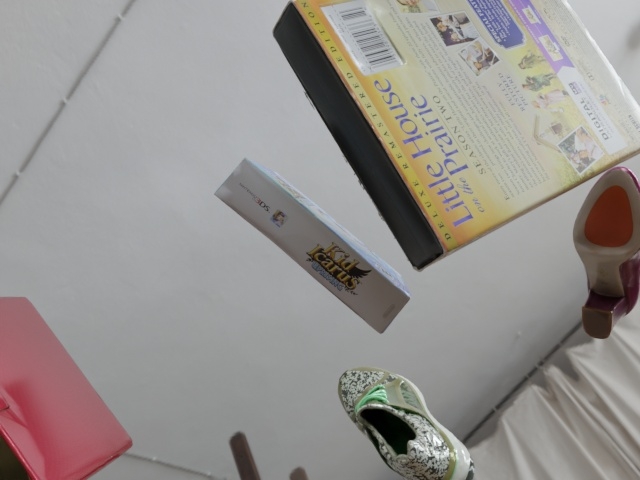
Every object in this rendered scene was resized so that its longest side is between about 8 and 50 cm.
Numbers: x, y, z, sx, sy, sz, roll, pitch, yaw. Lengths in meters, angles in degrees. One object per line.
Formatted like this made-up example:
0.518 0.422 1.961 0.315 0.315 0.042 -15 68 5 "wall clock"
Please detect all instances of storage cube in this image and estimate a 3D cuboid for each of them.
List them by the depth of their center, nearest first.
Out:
-0.310 0.172 0.604 0.183 0.215 0.193 -39 -5 1 "storage cube"

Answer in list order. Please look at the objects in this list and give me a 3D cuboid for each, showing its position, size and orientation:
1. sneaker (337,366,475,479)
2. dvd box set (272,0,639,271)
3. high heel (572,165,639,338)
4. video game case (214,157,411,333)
0.131 0.343 1.408 0.158 0.410 0.182 -50 -58 -4 "sneaker"
0.189 -0.174 0.830 0.420 0.308 0.062 -25 -11 -34 "dvd box set"
0.568 -0.001 1.369 0.181 0.127 0.377 -42 -40 -40 "high heel"
0.000 0.000 0.915 0.244 0.269 0.061 39 -86 1 "video game case"
